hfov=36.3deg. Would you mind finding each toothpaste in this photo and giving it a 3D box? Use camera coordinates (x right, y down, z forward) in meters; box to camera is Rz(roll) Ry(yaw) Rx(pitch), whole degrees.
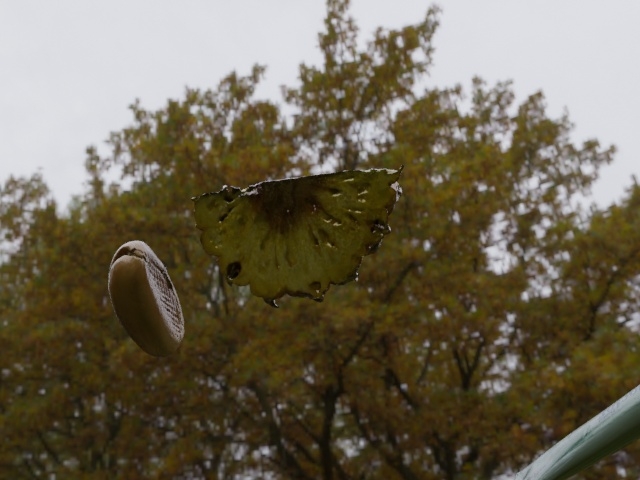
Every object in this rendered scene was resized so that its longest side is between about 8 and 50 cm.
[{"bbox_3d":[0.264,0.173,0.892,0.218,0.064,0.041,-38,-87,16],"label":"toothpaste"}]

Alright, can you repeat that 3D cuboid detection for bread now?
[{"bbox_3d":[-0.240,0.081,1.321,0.077,0.114,0.189,-6,-47,17],"label":"bread"}]

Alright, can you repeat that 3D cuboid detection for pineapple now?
[{"bbox_3d":[-0.006,0.001,1.100,0.249,0.140,0.164,-8,-4,15],"label":"pineapple"}]
